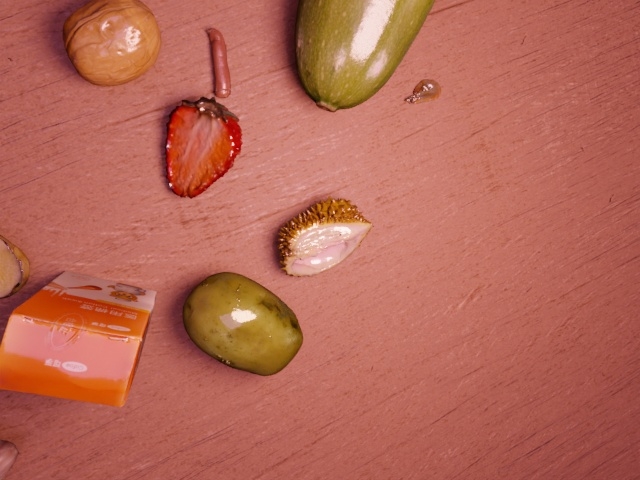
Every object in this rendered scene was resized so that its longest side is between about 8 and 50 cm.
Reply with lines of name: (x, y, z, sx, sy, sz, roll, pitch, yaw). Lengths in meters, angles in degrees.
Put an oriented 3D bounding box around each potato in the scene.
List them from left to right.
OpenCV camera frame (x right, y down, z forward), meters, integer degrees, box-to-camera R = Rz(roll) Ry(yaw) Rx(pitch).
potato: (-0.729, 0.034, 0.987, 0.200, 0.081, 0.164, 41, 95, -14)
potato: (-0.184, 0.202, 1.093, 0.304, 0.216, 0.216, 30, 90, -27)

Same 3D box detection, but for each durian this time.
durian: (-0.006, -0.011, 1.147, 0.250, 0.183, 0.138, -30, 69, -5)

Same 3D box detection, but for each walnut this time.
walnut: (-0.432, -0.418, 0.950, 0.197, 0.165, 0.165, -34, 106, -7)

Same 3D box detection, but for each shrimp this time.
shrimp: (0.272, -0.398, 1.211, 0.108, 0.023, 0.059, -14, 93, -12)

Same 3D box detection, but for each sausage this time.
sausage: (-0.237, -0.416, 1.065, 0.042, 0.036, 0.158, -12, 101, -25)

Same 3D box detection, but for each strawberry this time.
strawberry: (-0.267, -0.211, 1.059, 0.190, 0.111, 0.236, 35, 113, 10)

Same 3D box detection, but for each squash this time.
squash: (0.076, -0.453, 1.045, 0.310, 0.310, 0.309, 12, 114, -16)

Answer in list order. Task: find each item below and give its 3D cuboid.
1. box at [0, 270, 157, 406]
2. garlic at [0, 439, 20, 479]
box: (-0.479, 0.189, 0.938, 0.225, 0.341, 0.143, 16, 95, -17)
garlic: (-0.807, 0.557, 0.998, 0.207, 0.207, 0.256, 31, 53, -17)
